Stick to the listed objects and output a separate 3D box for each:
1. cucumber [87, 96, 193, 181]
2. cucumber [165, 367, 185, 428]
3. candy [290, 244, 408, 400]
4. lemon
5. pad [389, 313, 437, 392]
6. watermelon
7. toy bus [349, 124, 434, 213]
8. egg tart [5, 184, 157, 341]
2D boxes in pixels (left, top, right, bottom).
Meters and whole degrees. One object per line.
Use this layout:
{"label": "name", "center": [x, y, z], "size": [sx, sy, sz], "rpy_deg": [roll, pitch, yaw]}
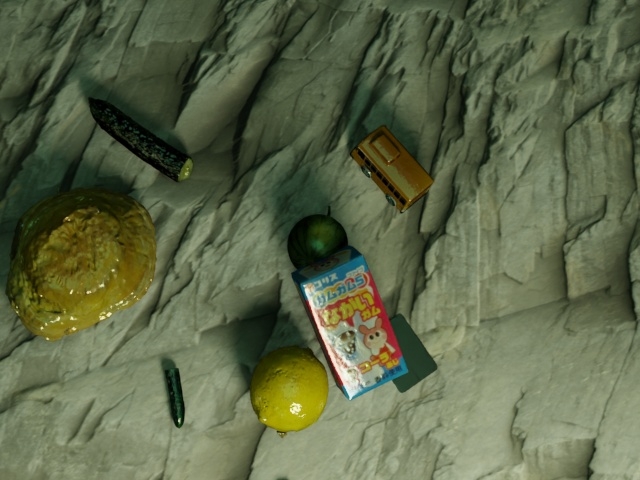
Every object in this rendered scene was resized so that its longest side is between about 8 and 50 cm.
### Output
{"label": "cucumber", "center": [-0.434, -0.243, 1.929], "size": [0.300, 0.072, 0.072], "rpy_deg": [35, 75, 3]}
{"label": "cucumber", "center": [-0.321, 0.352, 1.812], "size": [0.032, 0.032, 0.133], "rpy_deg": [-9, 76, -8]}
{"label": "candy", "center": [0.065, 0.182, 1.799], "size": [0.157, 0.100, 0.306], "rpy_deg": [-24, 106, -9]}
{"label": "lemon", "center": [-0.066, 0.321, 1.778], "size": [0.173, 0.173, 0.206], "rpy_deg": [20, 59, -1]}
{"label": "pad", "center": [0.189, 0.264, 1.905], "size": [0.112, 0.003, 0.157], "rpy_deg": [-32, 82, -13]}
{"label": "watermelon", "center": [0.000, 0.000, 1.887], "size": [0.140, 0.141, 0.187], "rpy_deg": [28, 38, 1]}
{"label": "toy bus", "center": [0.169, -0.176, 1.954], "size": [0.098, 0.114, 0.201], "rpy_deg": [-39, 83, -14]}
{"label": "egg tart", "center": [-0.540, 0.023, 1.812], "size": [0.351, 0.153, 0.340], "rpy_deg": [-18, 76, -11]}
